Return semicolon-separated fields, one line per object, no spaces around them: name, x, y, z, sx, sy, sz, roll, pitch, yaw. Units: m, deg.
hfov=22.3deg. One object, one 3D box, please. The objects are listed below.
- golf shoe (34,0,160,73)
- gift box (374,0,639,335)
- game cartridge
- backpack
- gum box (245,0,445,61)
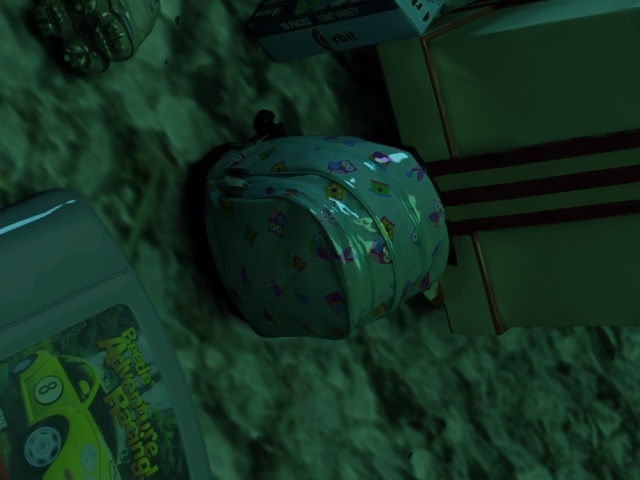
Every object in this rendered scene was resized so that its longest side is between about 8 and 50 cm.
golf shoe;-0.158;-0.196;1.023;0.086;0.069;0.176;-49;123;-51
gift box;0.186;-0.079;1.154;0.276;0.258;0.255;-22;103;-44
game cartridge;-0.168;0.128;1.004;0.196;0.060;0.294;-29;107;-39
backpack;0.000;0.000;1.056;0.115;0.182;0.152;-39;113;-32
gum box;0.052;-0.208;1.117;0.041;0.157;0.184;48;61;-27
